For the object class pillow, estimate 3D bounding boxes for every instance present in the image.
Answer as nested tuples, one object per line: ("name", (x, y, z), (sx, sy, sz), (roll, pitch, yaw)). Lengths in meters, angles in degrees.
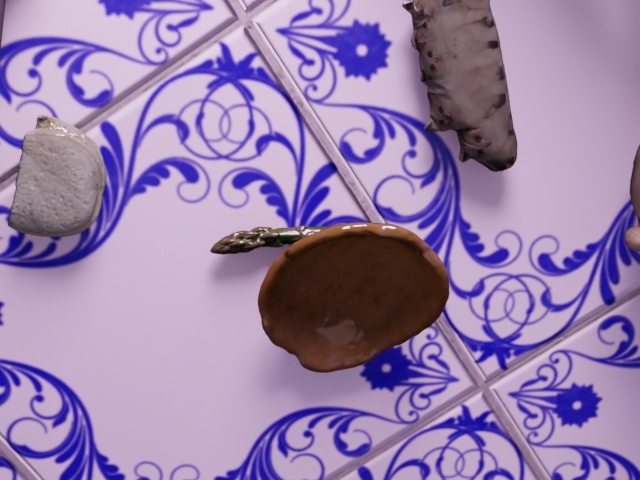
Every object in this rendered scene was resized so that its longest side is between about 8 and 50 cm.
("pillow", (0.138, -0.179, 0.680), (0.093, 0.051, 0.241), (-16, 107, -6))

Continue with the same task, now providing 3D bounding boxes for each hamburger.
("hamburger", (-0.260, -0.056, 0.681), (0.084, 0.054, 0.121), (18, 105, -14))

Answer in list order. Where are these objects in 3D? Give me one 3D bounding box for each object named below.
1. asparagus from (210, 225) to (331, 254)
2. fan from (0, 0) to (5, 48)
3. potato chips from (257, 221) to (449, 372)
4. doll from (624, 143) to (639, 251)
("asparagus", (0.000, 0.000, 0.729), (0.236, 0.027, 0.034), (1, 94, -6))
("fan", (-0.315, -0.274, 0.609), (0.130, 0.074, 0.244), (9, 109, -19))
("potato chips", (0.032, 0.055, 0.715), (0.195, 0.062, 0.208), (1, 130, -4))
("doll", (0.488, -0.032, 0.667), (0.350, 0.247, 0.247), (0, 106, -21))
